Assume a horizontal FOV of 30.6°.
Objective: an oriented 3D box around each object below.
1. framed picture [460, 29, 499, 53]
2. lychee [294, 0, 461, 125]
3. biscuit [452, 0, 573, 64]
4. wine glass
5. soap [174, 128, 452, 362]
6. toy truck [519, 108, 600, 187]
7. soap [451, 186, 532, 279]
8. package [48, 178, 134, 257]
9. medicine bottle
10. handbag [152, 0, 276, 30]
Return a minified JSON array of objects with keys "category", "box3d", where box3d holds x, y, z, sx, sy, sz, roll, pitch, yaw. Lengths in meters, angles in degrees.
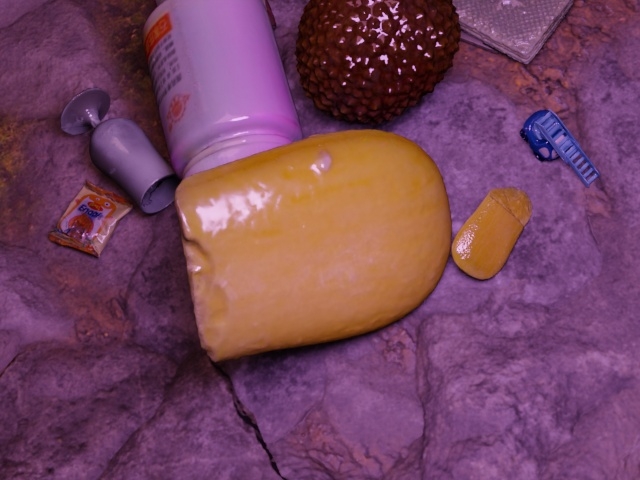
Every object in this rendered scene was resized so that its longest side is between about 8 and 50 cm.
[{"category":"framed picture","box3d":[0.230,-0.446,2.023,0.281,0.019,0.209,23,71,21]},{"category":"lychee","box3d":[0.085,-0.307,1.868,0.267,0.267,0.268,-5,64,10]},{"category":"biscuit","box3d":[0.283,-0.410,1.955,0.252,0.052,0.150,35,76,24]},{"category":"wine glass","box3d":[-0.331,-0.148,1.963,0.103,0.103,0.231,-41,67,-8]},{"category":"soap","box3d":[-0.002,0.000,1.706,0.427,0.115,0.306,-12,98,-21]},{"category":"toy truck","box3d":[0.374,-0.143,1.825,0.063,0.074,0.136,-43,104,-8]},{"category":"soap","box3d":[0.263,-0.020,1.787,0.089,0.033,0.168,35,75,-14]},{"category":"package","box3d":[-0.384,-0.035,1.958,0.108,0.031,0.121,24,72,22]},{"category":"medicine bottle","box3d":[-0.146,-0.196,1.875,0.219,0.219,0.388,-18,67,4]},{"category":"handbag","box3d":[-0.209,-0.448,2.067,0.213,0.127,0.235,-14,70,-14]}]
